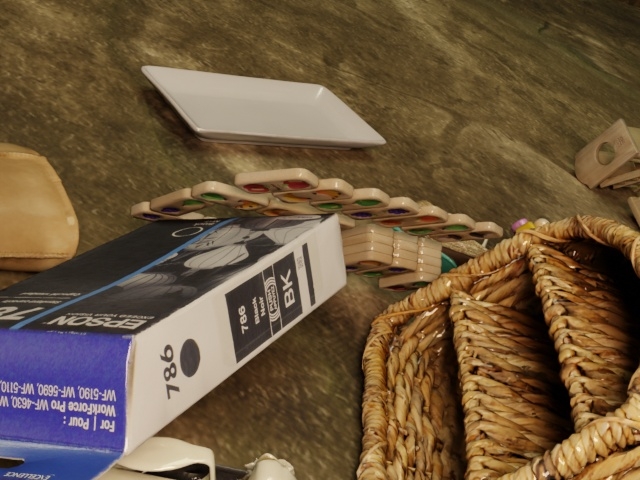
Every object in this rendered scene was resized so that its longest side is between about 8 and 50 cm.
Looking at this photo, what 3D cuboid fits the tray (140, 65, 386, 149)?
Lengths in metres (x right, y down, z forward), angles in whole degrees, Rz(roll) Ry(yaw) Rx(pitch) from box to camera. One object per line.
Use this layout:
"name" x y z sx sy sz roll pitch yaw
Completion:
"tray" -0.064 -0.144 1.175 0.270 0.030 0.145 -1 36 -40

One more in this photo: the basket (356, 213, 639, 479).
"basket" 0.165 0.094 0.720 0.223 0.213 0.299 22 26 -5

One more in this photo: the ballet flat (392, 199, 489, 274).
"ballet flat" 0.156 0.022 0.993 0.206 0.073 0.067 37 61 21

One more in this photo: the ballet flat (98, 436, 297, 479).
"ballet flat" -0.060 0.152 0.591 0.203 0.074 0.074 18 27 -13

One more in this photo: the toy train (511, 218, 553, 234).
"toy train" 0.240 0.030 1.001 0.125 0.046 0.166 54 13 -4

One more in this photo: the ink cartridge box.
"ink cartridge box" -0.122 0.052 0.646 0.165 0.065 0.332 -1 16 25

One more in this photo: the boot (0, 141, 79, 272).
"boot" -0.342 -0.057 0.738 0.269 0.089 0.236 -2 47 -41

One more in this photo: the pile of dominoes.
"pile of dominoes" 0.000 0.000 0.830 0.251 0.040 0.196 13 -17 -37

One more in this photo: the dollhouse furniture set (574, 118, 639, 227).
"dollhouse furniture set" 0.475 -0.070 1.449 0.182 0.101 0.161 3 58 -37
